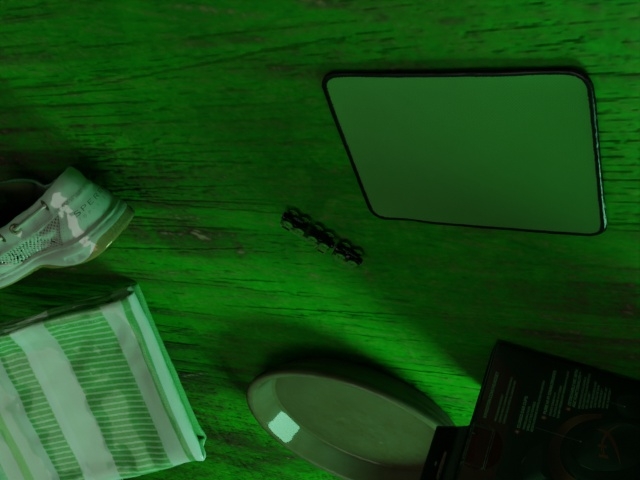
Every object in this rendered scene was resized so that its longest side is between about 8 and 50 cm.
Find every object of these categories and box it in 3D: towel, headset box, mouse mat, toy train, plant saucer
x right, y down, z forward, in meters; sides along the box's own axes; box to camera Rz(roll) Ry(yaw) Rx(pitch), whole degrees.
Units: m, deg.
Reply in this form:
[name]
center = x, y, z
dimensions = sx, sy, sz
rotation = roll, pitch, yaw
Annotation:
[towel]
center = -0.322, 0.201, 0.998
dimensions = 0.324, 0.038, 0.248
rotation = -17, 107, 13
[headset box]
center = 0.231, 0.231, 0.701
dimensions = 0.293, 0.218, 0.110
rotation = 15, 144, 15
[mouse mat]
center = 0.103, -0.060, 0.587
dimensions = 0.189, 0.007, 0.153
rotation = 7, 141, 28
[toy train]
center = 0.000, 0.000, 0.725
dimensions = 0.083, 0.017, 0.023
rotation = 31, 156, -7
[plant saucer]
center = 0.045, 0.220, 0.967
dimensions = 0.277, 0.041, 0.278
rotation = 17, 144, 13

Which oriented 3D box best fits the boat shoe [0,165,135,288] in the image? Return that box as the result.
[boat shoe]
center = -0.304, -0.021, 0.834
dimensions = 0.277, 0.098, 0.096
rotation = -15, 124, 38
